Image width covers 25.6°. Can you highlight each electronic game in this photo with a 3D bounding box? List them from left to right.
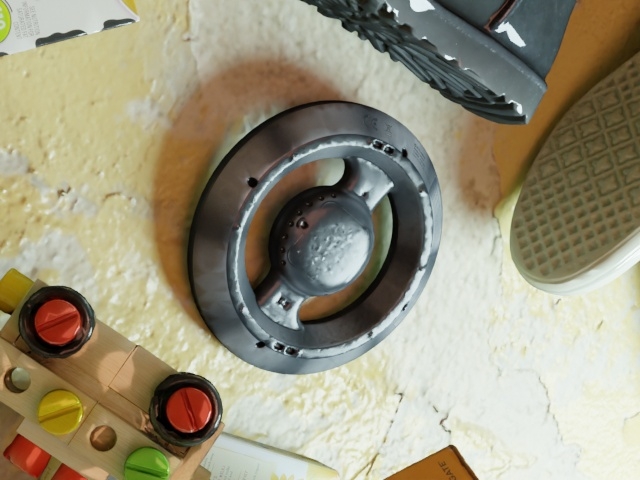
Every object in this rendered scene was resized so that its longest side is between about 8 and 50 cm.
[{"bbox_3d":[0.000,0.000,1.129,0.229,0.048,0.229,-10,113,-26],"label":"electronic game"}]

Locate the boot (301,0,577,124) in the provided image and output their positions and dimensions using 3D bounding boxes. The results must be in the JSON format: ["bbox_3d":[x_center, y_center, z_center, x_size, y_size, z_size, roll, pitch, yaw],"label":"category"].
[{"bbox_3d":[0.127,-0.365,1.075,0.367,0.146,0.445,31,85,-39],"label":"boot"}]

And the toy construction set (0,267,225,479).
[{"bbox_3d":[-0.188,0.148,0.939,0.328,0.151,0.215,37,81,-19],"label":"toy construction set"}]

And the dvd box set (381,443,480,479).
[{"bbox_3d":[-0.082,0.324,1.010,0.420,0.062,0.307,-24,149,-18],"label":"dvd box set"}]

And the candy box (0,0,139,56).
[{"bbox_3d":[-0.249,-0.193,0.917,0.233,0.071,0.159,-21,110,-28],"label":"candy box"}]

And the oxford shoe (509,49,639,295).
[{"bbox_3d":[0.337,-0.116,1.263,0.449,0.169,0.130,-51,138,-15],"label":"oxford shoe"}]

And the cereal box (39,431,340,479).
[{"bbox_3d":[-0.114,0.229,1.105,0.240,0.047,0.173,24,87,-33],"label":"cereal box"}]
